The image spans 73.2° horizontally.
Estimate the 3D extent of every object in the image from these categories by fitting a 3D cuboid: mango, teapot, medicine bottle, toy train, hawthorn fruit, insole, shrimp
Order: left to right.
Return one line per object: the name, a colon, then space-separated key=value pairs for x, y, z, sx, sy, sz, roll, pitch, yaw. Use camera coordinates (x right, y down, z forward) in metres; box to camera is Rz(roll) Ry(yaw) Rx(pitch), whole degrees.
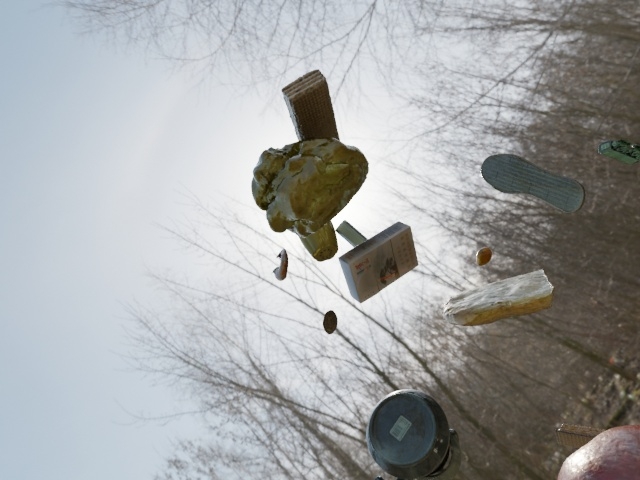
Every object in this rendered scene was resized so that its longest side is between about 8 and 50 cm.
shrimp: x=-0.184 y=0.120 z=1.977 sx=0.248 sy=0.068 sz=0.150 roll=141 pitch=138 yaw=-67
medicine bottle: x=0.184 y=-0.007 z=2.213 sx=0.083 sy=0.229 sz=0.121 roll=-48 pitch=-2 yaw=7
teapot: x=0.200 y=0.444 z=0.921 sx=0.203 sy=0.171 sz=0.225 roll=-46 pitch=-47 yaw=-8
mango: x=0.649 y=0.066 z=1.718 sx=0.046 sy=0.059 sz=0.089 roll=-88 pitch=10 yaw=-48
insole: x=0.578 y=-0.167 z=1.209 sx=0.009 sy=0.348 sz=0.119 roll=-10 pitch=-61 yaw=-23
toy train: x=0.896 y=-0.263 z=1.268 sx=0.147 sy=0.071 sz=0.038 roll=11 pitch=-103 yaw=-22
hawthorn fruit: x=0.529 y=0.440 z=0.679 sx=0.284 sy=0.284 sz=0.284 roll=-33 pitch=-39 yaw=-33

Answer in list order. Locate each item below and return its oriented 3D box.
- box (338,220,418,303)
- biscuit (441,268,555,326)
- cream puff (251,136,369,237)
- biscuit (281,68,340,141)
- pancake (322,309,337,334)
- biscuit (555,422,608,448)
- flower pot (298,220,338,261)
box: x=0.177 y=0.063 z=1.287 sx=0.233 sy=0.067 sz=0.150 roll=-30 pitch=-61 yaw=-18
biscuit: x=0.692 y=0.236 z=1.664 sx=0.446 sy=0.104 sz=0.429 roll=-20 pitch=1 yaw=17
cream puff: x=-0.055 y=-0.182 z=1.291 sx=0.378 sy=0.275 sz=0.378 roll=-40 pitch=10 yaw=8
biscuit: x=-0.015 y=-0.361 z=1.425 sx=0.144 sy=0.079 sz=0.426 roll=-32 pitch=-28 yaw=-4
pancake: x=0.046 y=0.384 z=2.028 sx=0.114 sy=0.011 sz=0.115 roll=10 pitch=-103 yaw=-49
biscuit: x=1.156 y=0.807 z=1.717 sx=0.054 sy=0.378 sz=0.094 roll=-40 pitch=-65 yaw=-47
flower pot: x=0.000 y=0.000 z=2.178 sx=0.195 sy=0.179 sz=0.195 roll=-16 pitch=-37 yaw=-12
